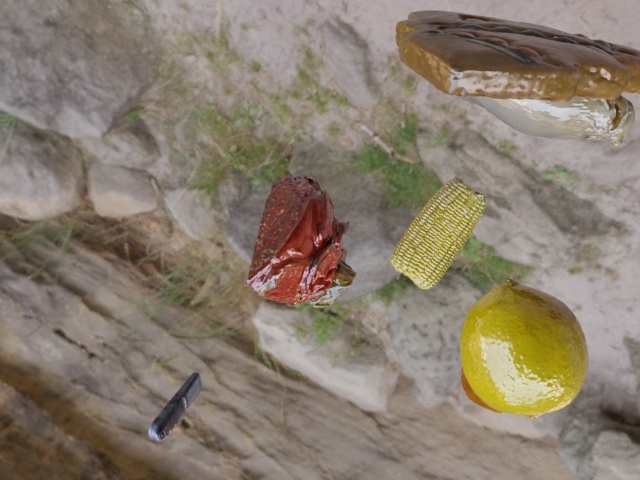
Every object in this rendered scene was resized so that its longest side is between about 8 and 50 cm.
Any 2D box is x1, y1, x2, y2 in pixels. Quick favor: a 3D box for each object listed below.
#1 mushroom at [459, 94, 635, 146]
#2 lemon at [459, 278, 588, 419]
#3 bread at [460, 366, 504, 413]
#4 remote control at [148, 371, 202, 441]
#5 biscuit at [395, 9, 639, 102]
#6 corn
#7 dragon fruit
[{"bbox_3d":[0.367,-0.262,1.105,0.397,0.177,0.126,-124,42,-54],"label":"mushroom"},{"bbox_3d":[0.292,0.155,0.912,0.178,0.178,0.203,-12,85,56],"label":"lemon"},{"bbox_3d":[0.434,0.352,1.575,0.190,0.114,0.132,13,102,60],"label":"bread"},{"bbox_3d":[-0.252,0.295,1.107,0.027,0.152,0.044,1,116,19],"label":"remote control"},{"bbox_3d":[0.184,-0.181,0.602,0.278,0.301,0.043,20,119,20],"label":"biscuit"},{"bbox_3d":[0.176,-0.011,0.929,0.085,0.165,0.063,42,-171,36],"label":"corn"},{"bbox_3d":[0.000,0.000,1.205,0.152,0.317,0.205,-32,121,27],"label":"dragon fruit"}]
